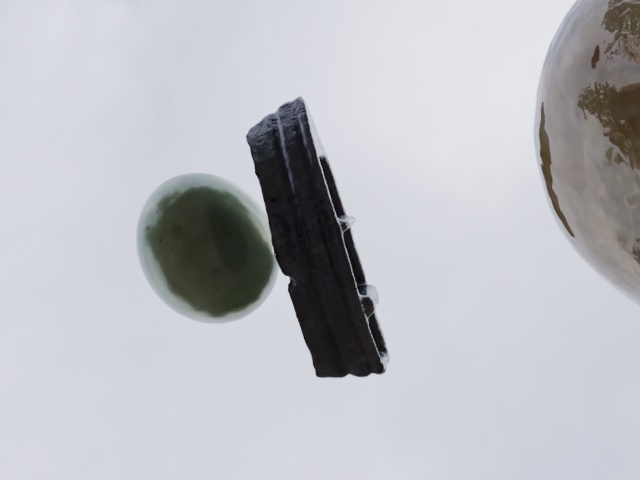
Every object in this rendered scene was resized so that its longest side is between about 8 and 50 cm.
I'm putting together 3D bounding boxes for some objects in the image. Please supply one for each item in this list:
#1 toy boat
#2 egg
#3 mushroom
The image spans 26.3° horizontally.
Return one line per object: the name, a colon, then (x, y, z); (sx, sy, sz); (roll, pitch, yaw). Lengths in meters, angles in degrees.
toy boat: (0.000, 0.000, 1.352); (0.078, 0.127, 0.283); (-18, -89, 9)
egg: (-0.122, 0.009, 1.483); (0.149, 0.149, 0.192); (-31, -39, -5)
mushroom: (0.312, -0.089, 0.970); (0.290, 0.297, 0.298); (-36, -51, -34)
